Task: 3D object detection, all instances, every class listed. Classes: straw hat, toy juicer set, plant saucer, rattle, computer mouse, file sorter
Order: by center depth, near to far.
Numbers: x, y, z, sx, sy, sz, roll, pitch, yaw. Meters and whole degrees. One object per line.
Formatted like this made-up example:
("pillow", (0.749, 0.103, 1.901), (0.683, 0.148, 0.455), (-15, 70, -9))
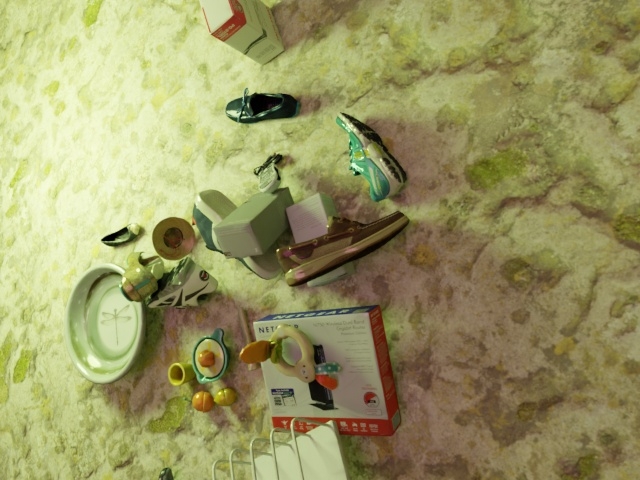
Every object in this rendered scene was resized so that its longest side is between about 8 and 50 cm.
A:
("file sorter", (-0.096, 0.554, 1.140), (0.277, 0.173, 0.193), (-35, 49, 22))
("rattle", (-0.065, 0.294, 1.163), (0.199, 0.143, 0.130), (42, 99, 22))
("computer mouse", (-0.145, -0.181, 1.412), (0.106, 0.042, 0.193), (-37, 31, 15))
("toy juicer set", (-0.304, 0.377, 1.451), (0.329, 0.089, 0.209), (-44, 66, 17))
("straw hat", (-0.480, -0.010, 1.604), (0.061, 0.144, 0.144), (27, 100, 69))
("plant saucer", (-0.706, 0.277, 1.675), (0.400, 0.100, 0.401), (-4, 82, 30))

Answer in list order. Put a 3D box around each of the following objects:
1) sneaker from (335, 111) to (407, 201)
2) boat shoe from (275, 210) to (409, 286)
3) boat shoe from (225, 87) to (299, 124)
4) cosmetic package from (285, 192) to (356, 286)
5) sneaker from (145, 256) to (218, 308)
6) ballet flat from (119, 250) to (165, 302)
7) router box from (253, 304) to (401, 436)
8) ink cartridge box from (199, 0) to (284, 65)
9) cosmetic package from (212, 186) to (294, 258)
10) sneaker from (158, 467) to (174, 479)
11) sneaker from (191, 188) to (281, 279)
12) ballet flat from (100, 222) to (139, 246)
("sneaker", (0.109, -0.224, 1.291), (0.110, 0.107, 0.275), (-42, 66, 29))
("boat shoe", (0.053, -0.009, 1.214), (0.342, 0.123, 0.123), (-26, 79, -6))
("boat shoe", (-0.188, -0.414, 1.479), (0.258, 0.089, 0.109), (-3, 83, 29))
("cosmetic package", (0.000, 0.000, 1.332), (0.117, 0.085, 0.231), (-22, 76, 24))
("sneaker", (-0.432, 0.164, 1.530), (0.330, 0.146, 0.122), (-25, 38, 48))
("ballet flat", (-0.544, 0.096, 1.545), (0.123, 0.123, 0.348), (-67, 18, 6))
("router box", (0.011, 0.330, 1.251), (0.335, 0.082, 0.301), (-10, 92, 28))
("ink cartridge box", (-0.230, -0.647, 1.446), (0.100, 0.237, 0.172), (-27, 72, 27))
("cosmetic package", (-0.169, -0.050, 1.338), (0.127, 0.238, 0.107), (-9, 111, 26))
("sneaker", (-0.427, 0.798, 1.490), (0.098, 0.083, 0.224), (-10, 83, 6))
("sneaker", (-0.256, 0.008, 1.462), (0.350, 0.131, 0.148), (46, 127, 19))
("ballet flat", (-0.702, -0.016, 1.737), (0.173, 0.049, 0.057), (-24, 74, 25))
